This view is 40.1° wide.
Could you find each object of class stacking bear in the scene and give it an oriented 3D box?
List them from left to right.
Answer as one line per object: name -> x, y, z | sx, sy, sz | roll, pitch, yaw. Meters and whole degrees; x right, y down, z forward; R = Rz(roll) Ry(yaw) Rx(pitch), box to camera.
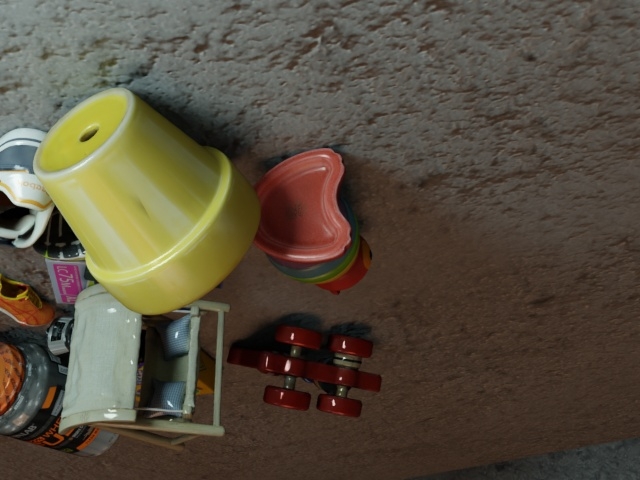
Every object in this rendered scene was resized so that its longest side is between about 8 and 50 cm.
stacking bear -> 0.000, 0.000, 1.403 | 0.164, 0.176, 0.289 | -11, 158, 13

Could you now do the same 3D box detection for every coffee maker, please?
coffee maker -> -0.439, 0.212, 1.777 | 0.178, 0.120, 0.171 | -9, 127, 37

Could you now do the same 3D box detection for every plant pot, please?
plant pot -> -0.247, -0.068, 1.194 | 0.253, 0.254, 0.239 | -16, 132, 25

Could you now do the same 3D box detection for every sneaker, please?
sneaker -> -0.497, -0.045, 1.326 | 0.126, 0.128, 0.321 | 18, 148, -33
sneaker -> -0.573, 0.119, 1.691 | 0.067, 0.064, 0.175 | -24, 148, 19
sneaker -> -0.321, -0.005, 1.427 | 0.299, 0.111, 0.121 | -3, 157, 9

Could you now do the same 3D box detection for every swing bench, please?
swing bench -> -0.311, 0.222, 1.565 | 0.254, 0.253, 0.165 | 19, 147, -35

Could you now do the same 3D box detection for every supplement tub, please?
supplement tub -> -0.613, 0.355, 1.972 | 0.207, 0.207, 0.338 | -18, 147, 29

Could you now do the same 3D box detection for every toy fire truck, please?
toy fire truck -> -0.032, 0.284, 1.944 | 0.302, 0.170, 0.254 | 14, 172, -24

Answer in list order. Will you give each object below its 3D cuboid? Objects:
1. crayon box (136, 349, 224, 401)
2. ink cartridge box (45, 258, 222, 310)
crayon box -> -0.371, 0.285, 1.982 | 0.203, 0.083, 0.323 | -9, 151, 15
ink cartridge box -> -0.331, 0.064, 1.601 | 0.311, 0.065, 0.186 | 2, 152, -9
